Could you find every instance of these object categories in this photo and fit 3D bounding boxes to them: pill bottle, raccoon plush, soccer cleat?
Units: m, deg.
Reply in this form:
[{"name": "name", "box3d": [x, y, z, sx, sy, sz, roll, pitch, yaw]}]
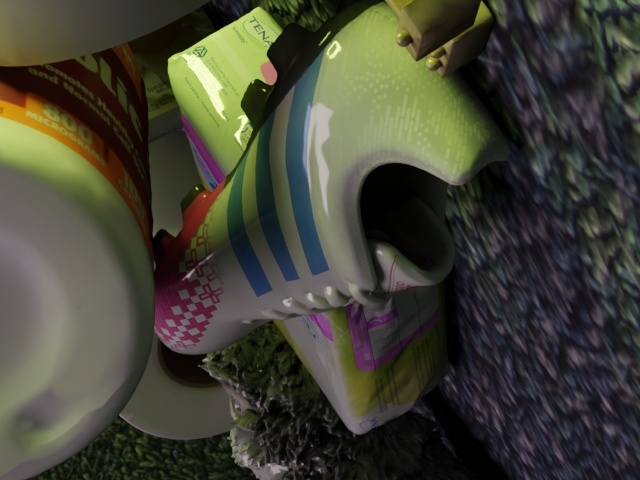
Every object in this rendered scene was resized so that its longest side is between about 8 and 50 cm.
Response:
[{"name": "pill bottle", "box3d": [-0.215, -0.045, 0.995, 0.392, 0.224, 0.224, -104, -12, -61]}, {"name": "raccoon plush", "box3d": [0.095, 0.196, 1.370, 0.446, 0.216, 0.299, 2, 114, 43]}, {"name": "soccer cleat", "box3d": [-0.006, 0.003, 0.944, 0.143, 0.116, 0.331, 46, 142, 10]}]

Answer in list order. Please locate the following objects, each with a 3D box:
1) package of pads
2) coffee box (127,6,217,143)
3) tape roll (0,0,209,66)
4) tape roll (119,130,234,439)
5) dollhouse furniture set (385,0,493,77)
[{"name": "package of pads", "box3d": [0.000, 0.000, 1.212, 0.229, 0.101, 0.296, 54, 170, 23]}, {"name": "coffee box", "box3d": [-0.197, -0.197, 1.358, 0.098, 0.141, 0.246, -36, 88, 47]}, {"name": "tape roll", "box3d": [-0.122, -0.186, 0.867, 0.219, 0.219, 0.072, 45, 163, 52]}, {"name": "tape roll", "box3d": [-0.126, 0.041, 1.535, 0.169, 0.246, 0.246, 48, 167, 46]}, {"name": "dollhouse furniture set", "box3d": [-0.007, -0.135, 0.742, 0.144, 0.123, 0.151, 56, 170, 10]}]
